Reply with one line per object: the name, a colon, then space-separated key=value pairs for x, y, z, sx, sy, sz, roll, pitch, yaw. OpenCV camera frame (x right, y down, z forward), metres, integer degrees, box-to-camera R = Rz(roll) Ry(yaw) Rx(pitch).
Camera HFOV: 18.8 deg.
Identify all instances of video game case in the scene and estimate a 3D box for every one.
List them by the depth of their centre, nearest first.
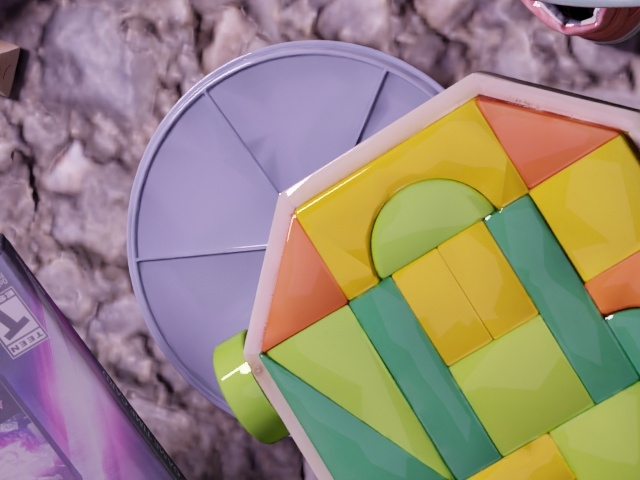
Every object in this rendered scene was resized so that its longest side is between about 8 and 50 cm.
video game case: x=-0.162 y=0.154 z=0.967 sx=0.196 sy=0.026 sz=0.274 roll=-31 pitch=111 yaw=6

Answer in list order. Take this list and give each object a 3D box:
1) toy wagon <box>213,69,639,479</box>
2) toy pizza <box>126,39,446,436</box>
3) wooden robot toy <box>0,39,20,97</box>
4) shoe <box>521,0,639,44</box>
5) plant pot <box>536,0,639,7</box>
toy wagon: x=0.122 y=0.093 z=0.901 sx=0.267 sy=0.068 sz=0.344 roll=-32 pitch=89 yaw=13
toy pizza: x=0.000 y=0.000 z=0.972 sx=0.201 sy=0.032 sz=0.201 roll=2 pitch=96 yaw=15
wooden robot toy: x=-0.201 y=-0.159 z=1.014 sx=0.076 sy=0.079 sz=0.173 roll=-8 pitch=92 yaw=21
shoe: x=0.103 y=-0.175 z=0.896 sx=0.063 sy=0.081 sz=0.178 roll=-22 pitch=87 yaw=21
plant pot: x=0.122 y=-0.256 z=0.710 sx=0.290 sy=0.195 sz=0.290 roll=15 pitch=124 yaw=23
